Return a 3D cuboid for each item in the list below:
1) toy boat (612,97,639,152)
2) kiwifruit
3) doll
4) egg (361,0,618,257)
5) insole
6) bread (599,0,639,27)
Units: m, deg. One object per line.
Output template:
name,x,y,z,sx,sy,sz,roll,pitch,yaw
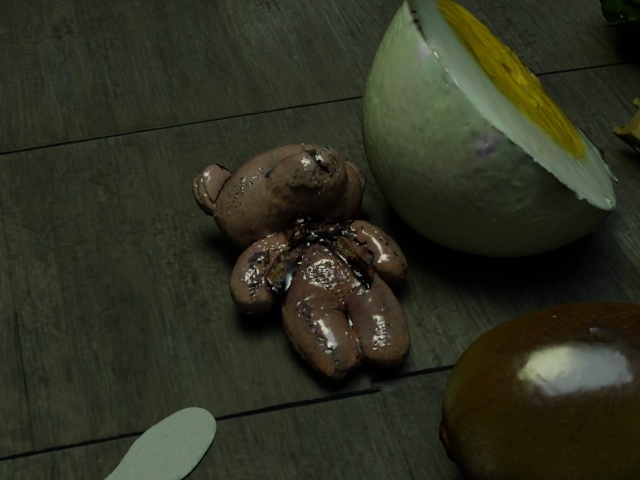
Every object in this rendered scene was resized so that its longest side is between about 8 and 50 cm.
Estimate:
toy boat,0.446,-0.095,1.415,0.226,0.088,0.068,39,95,36
kiwifruit,0.217,0.149,1.038,0.234,0.196,0.196,-8,40,1
doll,0.000,0.000,1.251,0.201,0.156,0.303,-10,45,-21
egg,0.156,-0.096,1.314,0.337,0.201,0.337,36,24,-19
insole,-0.163,0.216,1.097,0.065,0.004,0.197,24,45,26
bread,0.554,-0.362,1.598,0.366,0.129,0.382,-1,6,35
